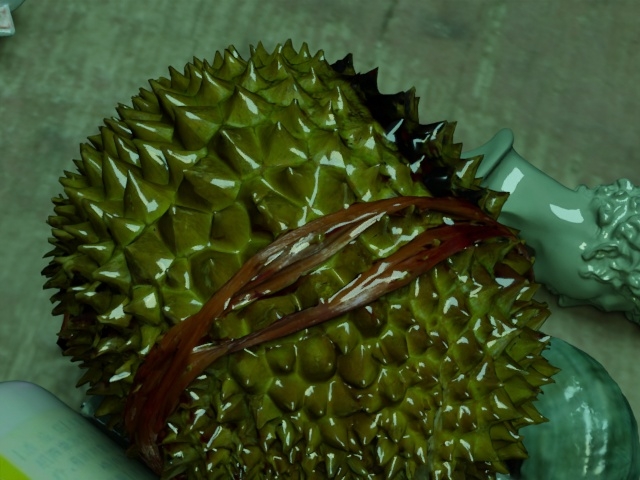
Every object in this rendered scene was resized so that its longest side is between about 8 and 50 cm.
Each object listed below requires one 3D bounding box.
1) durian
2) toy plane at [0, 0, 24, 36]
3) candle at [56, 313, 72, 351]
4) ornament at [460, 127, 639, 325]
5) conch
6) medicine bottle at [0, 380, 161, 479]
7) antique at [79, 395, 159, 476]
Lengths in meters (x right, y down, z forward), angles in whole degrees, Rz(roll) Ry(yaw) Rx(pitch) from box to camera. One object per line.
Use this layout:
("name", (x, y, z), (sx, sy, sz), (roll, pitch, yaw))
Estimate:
("durian", (-0.018, 0.038, 1.102), (0.384, 0.347, 0.347), (26, 51, 26))
("toy plane", (-0.392, -0.239, 1.499), (0.252, 0.118, 0.252), (4, 52, -5))
("candle", (-0.198, 0.026, 1.396), (0.026, 0.021, 0.167), (29, 46, -23))
("ornament", (0.196, -0.020, 1.445), (0.285, 0.130, 0.120), (20, 39, 4))
("conch", (0.149, 0.178, 1.267), (0.277, 0.195, 0.220), (19, 74, -26))
("medicine bottle", (-0.202, 0.228, 1.120), (0.379, 0.213, 0.213), (35, 54, 16))
("antique", (-0.105, 0.119, 1.302), (0.088, 0.086, 0.183), (33, 54, 13))
